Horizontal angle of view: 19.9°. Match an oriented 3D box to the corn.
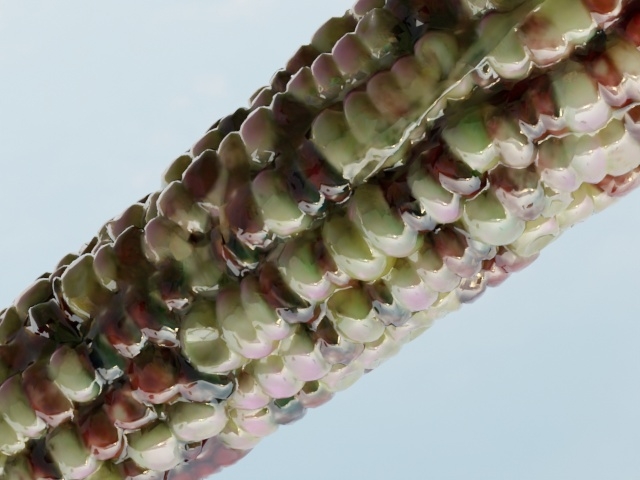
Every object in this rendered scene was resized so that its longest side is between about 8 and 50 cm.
[{"bbox_3d":[0.000,0.000,0.515,0.280,0.092,0.092,-39,-148,14],"label":"corn"}]
